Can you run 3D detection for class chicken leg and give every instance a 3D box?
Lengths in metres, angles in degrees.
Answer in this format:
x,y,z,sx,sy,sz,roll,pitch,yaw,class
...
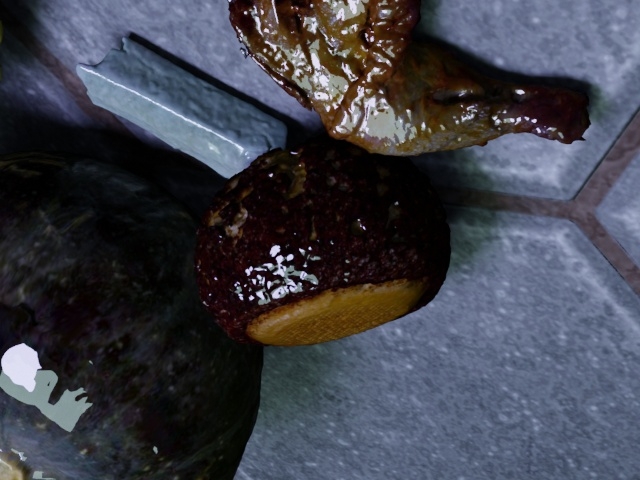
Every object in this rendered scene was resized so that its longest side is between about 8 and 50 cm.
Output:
x,y,z,sx,sy,sz,roll,pitch,yaw,class
0.064,-0.156,1.104,0.322,0.083,0.177,42,126,-13,chicken leg

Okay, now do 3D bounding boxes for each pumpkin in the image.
x,y,z,sx,sy,sz,roll,pitch,yaw,class
-0.269,0.117,1.401,0.454,0.344,0.454,12,131,14,pumpkin

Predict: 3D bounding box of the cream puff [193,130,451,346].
x,y,z,sx,sy,sz,roll,pitch,yaw,class
0.000,0.000,1.220,0.239,0.165,0.239,-14,163,-4,cream puff

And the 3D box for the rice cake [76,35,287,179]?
x,y,z,sx,sy,sz,roll,pitch,yaw,class
-0.128,-0.120,1.269,0.206,0.063,0.069,28,149,2,rice cake

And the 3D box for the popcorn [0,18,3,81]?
x,y,z,sx,sy,sz,roll,pitch,yaw,class
-0.447,-0.160,1.205,0.292,0.334,0.293,26,-177,4,popcorn
